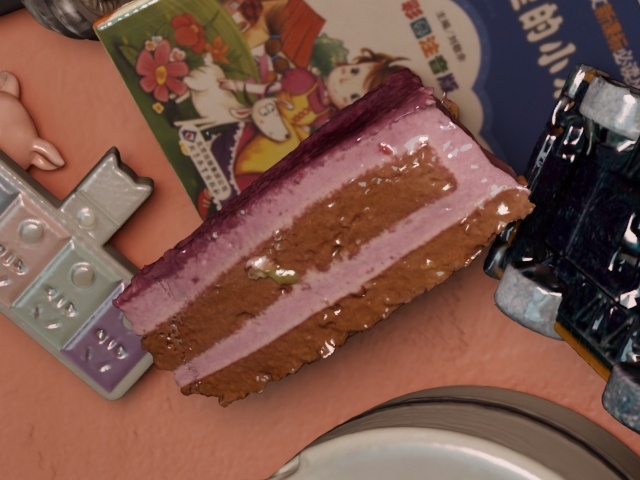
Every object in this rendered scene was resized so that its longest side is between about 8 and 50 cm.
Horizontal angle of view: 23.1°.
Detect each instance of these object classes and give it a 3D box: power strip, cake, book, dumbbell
[{"bbox_3d":[0.094,0.282,1.040,0.357,0.161,0.357,2,96,20],"label":"power strip"},{"bbox_3d":[0.000,0.000,1.004,0.295,0.113,0.116,-34,106,24],"label":"cake"},{"bbox_3d":[-0.184,-0.002,1.149,0.215,0.061,0.145,42,97,-13],"label":"power strip"},{"bbox_3d":[0.046,-0.112,1.007,0.322,0.018,0.228,-26,109,8],"label":"book"},{"bbox_3d":[-0.243,-0.178,1.166,0.254,0.110,0.110,-14,90,28],"label":"dumbbell"}]

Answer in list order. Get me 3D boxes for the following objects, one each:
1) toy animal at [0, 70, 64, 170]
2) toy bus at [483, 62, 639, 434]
[{"bbox_3d":[-0.277,-0.070,1.202,0.150,0.089,0.083,-18,111,19],"label":"toy animal"},{"bbox_3d":[0.240,0.030,0.865,0.194,0.323,0.162,18,104,-22],"label":"toy bus"}]
